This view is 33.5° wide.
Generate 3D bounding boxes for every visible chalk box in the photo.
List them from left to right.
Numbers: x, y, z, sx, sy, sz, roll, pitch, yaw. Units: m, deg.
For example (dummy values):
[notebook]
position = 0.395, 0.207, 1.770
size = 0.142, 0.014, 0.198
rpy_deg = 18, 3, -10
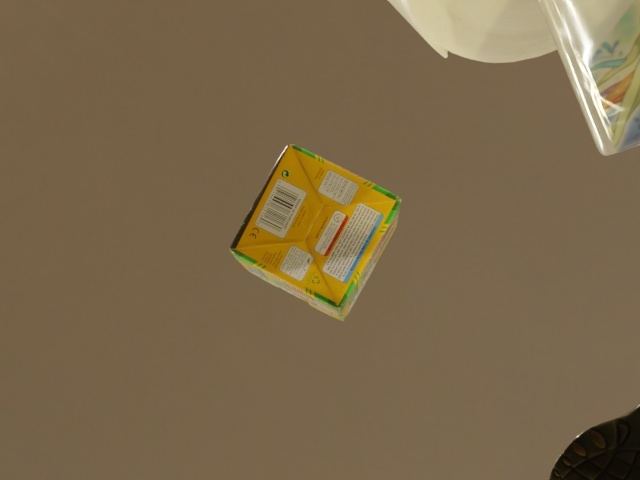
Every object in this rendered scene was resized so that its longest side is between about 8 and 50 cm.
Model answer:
[chalk box]
position = 0.000, 0.000, 1.157
size = 0.132, 0.132, 0.213
rpy_deg = -62, 173, -5

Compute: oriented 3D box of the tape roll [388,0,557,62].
[tape roll]
position = 0.154, -0.274, 0.782
size = 0.286, 0.286, 0.100
rpy_deg = -57, -133, 26

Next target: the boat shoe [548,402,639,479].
[boat shoe]
position = 0.480, 0.294, 1.538
size = 0.324, 0.120, 0.122
rpy_deg = -43, -122, 25

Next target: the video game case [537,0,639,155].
[video game case]
position = 0.270, -0.230, 0.664
size = 0.300, 0.329, 0.036
rpy_deg = -21, -142, 17
